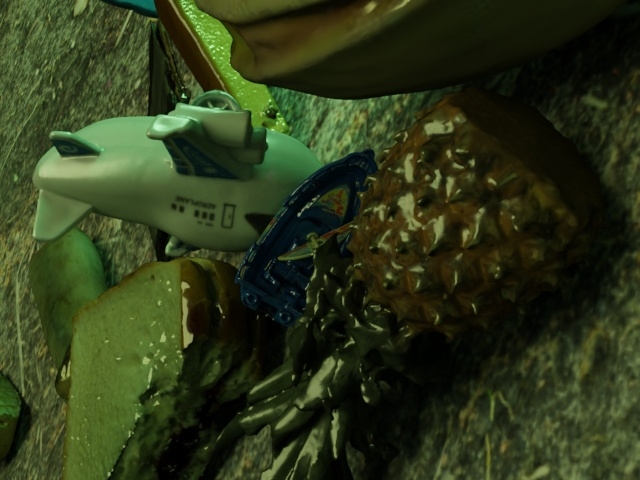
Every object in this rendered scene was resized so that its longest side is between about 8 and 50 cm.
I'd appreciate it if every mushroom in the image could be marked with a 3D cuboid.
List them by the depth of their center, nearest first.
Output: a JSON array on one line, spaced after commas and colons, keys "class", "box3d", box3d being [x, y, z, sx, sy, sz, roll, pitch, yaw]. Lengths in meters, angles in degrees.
[{"class": "mushroom", "box3d": [-0.275, 0.084, 1.434, 0.100, 0.081, 0.312, -49, 31, 9]}]

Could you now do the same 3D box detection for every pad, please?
[{"class": "pad", "box3d": [-0.175, -0.107, 1.362, 0.174, 0.022, 0.233, -110, 25, -45]}]

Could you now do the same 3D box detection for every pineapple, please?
[{"class": "pineapple", "box3d": [0.043, 0.055, 0.908, 0.364, 0.165, 0.166, -51, 36, 31]}]

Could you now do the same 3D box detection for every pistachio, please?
[{"class": "pistachio", "box3d": [0.091, -0.263, 0.896, 0.445, 0.281, 0.365, -17, 31, 43]}]

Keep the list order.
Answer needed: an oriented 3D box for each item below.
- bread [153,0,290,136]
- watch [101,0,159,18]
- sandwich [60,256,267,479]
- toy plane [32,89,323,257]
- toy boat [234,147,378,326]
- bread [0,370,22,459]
[{"class": "bread", "box3d": [-0.099, -0.174, 1.253, 0.226, 0.049, 0.088, 60, 167, 10]}, {"class": "watch", "box3d": [-0.165, -0.376, 1.318, 0.274, 0.305, 0.242, 7, 79, 65]}, {"class": "sandwich", "box3d": [-0.153, 0.167, 1.164, 0.254, 0.099, 0.289, -21, 61, 46]}, {"class": "toy plane", "box3d": [-0.126, -0.050, 1.137, 0.266, 0.266, 0.123, -25, 57, 48]}, {"class": "toy boat", "box3d": [0.000, 0.000, 1.058, 0.175, 0.091, 0.110, -58, 15, 8]}, {"class": "bread", "box3d": [-0.438, 0.228, 1.583, 0.156, 0.103, 0.110, 40, 118, 62]}]
